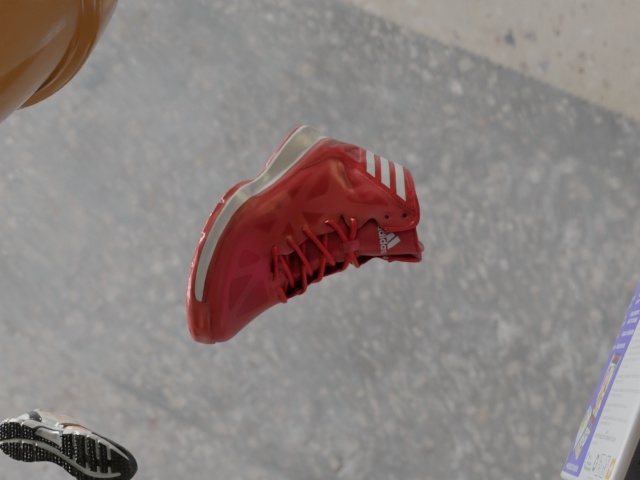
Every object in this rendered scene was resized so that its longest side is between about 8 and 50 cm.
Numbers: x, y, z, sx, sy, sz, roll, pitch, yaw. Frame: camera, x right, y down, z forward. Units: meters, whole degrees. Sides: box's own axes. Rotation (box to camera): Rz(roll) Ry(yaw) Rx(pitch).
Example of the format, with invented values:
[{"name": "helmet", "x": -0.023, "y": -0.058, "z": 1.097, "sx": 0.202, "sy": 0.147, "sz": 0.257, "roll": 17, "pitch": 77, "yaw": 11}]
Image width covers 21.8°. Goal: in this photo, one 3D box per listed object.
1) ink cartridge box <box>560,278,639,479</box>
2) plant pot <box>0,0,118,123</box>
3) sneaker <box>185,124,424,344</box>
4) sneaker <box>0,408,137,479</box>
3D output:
[{"name": "ink cartridge box", "x": 0.202, "y": 0.053, "z": 0.957, "sx": 0.045, "sy": 0.206, "sz": 0.208, "roll": 20, "pitch": 86, "yaw": 4}, {"name": "plant pot", "x": -0.248, "y": -0.143, "z": 1.051, "sx": 0.205, "sy": 0.205, "sz": 0.188, "roll": -3, "pitch": 36, "yaw": 14}, {"name": "sneaker", "x": 0.000, "y": 0.000, "z": 1.193, "sx": 0.128, "sy": 0.087, "sz": 0.221, "roll": 14, "pitch": 48, "yaw": 20}, {"name": "sneaker", "x": -0.175, "y": 0.143, "z": 1.186, "sx": 0.109, "sy": 0.044, "sz": 0.040, "roll": 17, "pitch": 113, "yaw": 21}]
